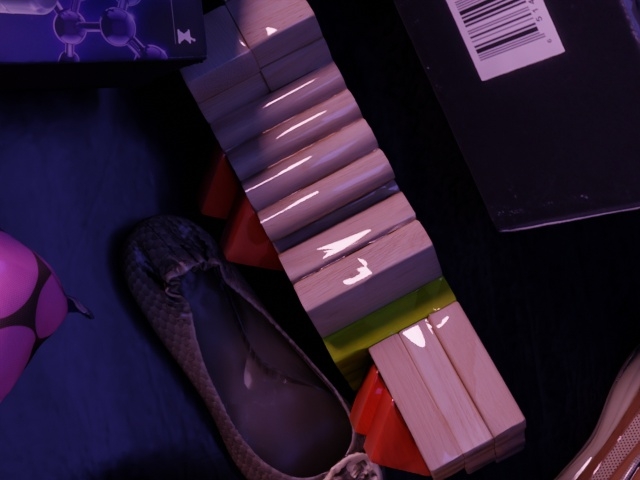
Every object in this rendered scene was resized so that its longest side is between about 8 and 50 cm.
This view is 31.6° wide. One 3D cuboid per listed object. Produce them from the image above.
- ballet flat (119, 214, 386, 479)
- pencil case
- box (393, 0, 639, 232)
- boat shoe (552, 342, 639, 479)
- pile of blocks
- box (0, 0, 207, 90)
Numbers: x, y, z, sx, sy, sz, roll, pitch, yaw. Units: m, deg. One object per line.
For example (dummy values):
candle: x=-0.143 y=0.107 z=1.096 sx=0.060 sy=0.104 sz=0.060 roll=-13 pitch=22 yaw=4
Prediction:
ballet flat: x=-0.036 y=0.087 z=0.708 sx=0.084 sy=0.058 sz=0.250 roll=-39 pitch=104 yaw=-21
pencil case: x=-0.216 y=0.085 z=0.582 sx=0.095 sy=0.098 sz=0.209 roll=24 pitch=54 yaw=18
box: x=0.206 y=-0.203 z=0.751 sx=0.294 sy=0.182 sz=0.296 roll=-31 pitch=101 yaw=-33
boat shoe: x=0.231 y=0.200 z=0.794 sx=0.122 sy=0.120 sz=0.324 roll=35 pitch=74 yaw=-20
pile of blocks: x=0.000 y=0.000 z=0.705 sx=0.112 sy=0.149 sz=0.362 roll=-27 pitch=92 yaw=-1
box: x=-0.171 y=-0.211 z=0.575 sx=0.184 sy=0.103 sz=0.261 roll=-8 pitch=92 yaw=-35
